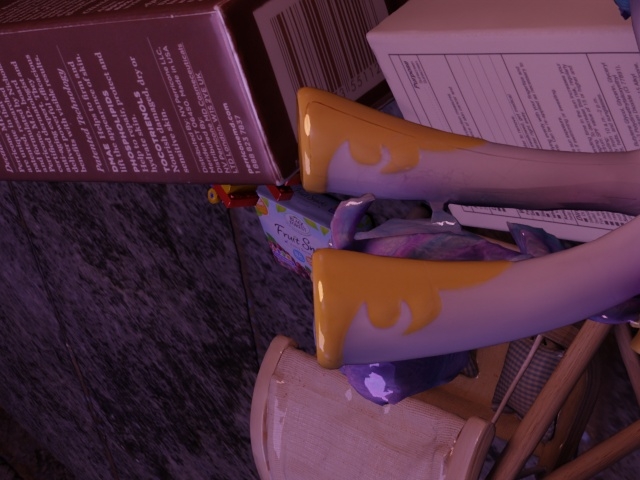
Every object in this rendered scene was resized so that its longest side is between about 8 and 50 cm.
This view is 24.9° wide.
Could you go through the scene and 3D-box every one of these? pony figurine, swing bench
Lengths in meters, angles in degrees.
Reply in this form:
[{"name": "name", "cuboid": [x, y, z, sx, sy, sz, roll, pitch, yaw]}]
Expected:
[{"name": "pony figurine", "cuboid": [0.174, -0.034, 0.571, 0.303, 0.363, 0.351, -130, 37, -85]}, {"name": "swing bench", "cuboid": [0.099, 0.128, 1.136, 0.253, 0.255, 0.165, 17, 140, 50]}]

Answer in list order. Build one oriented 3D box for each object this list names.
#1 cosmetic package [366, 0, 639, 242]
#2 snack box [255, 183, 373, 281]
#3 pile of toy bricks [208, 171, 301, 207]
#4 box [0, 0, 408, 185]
[{"name": "cosmetic package", "cuboid": [0.185, -0.085, 0.856, 0.309, 0.113, 0.160, 12, 136, 55]}, {"name": "snack box", "cuboid": [0.000, 0.000, 1.388, 0.141, 0.037, 0.100, 26, 146, 42]}, {"name": "pile of toy bricks", "cuboid": [-0.085, -0.132, 1.292, 0.212, 0.118, 0.105, 54, 133, 30]}, {"name": "box", "cuboid": [-0.129, -0.141, 1.109, 0.381, 0.191, 0.143, 5, 123, 42]}]
